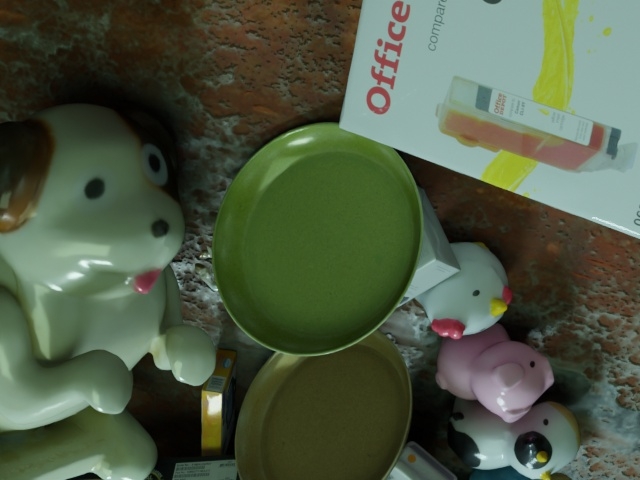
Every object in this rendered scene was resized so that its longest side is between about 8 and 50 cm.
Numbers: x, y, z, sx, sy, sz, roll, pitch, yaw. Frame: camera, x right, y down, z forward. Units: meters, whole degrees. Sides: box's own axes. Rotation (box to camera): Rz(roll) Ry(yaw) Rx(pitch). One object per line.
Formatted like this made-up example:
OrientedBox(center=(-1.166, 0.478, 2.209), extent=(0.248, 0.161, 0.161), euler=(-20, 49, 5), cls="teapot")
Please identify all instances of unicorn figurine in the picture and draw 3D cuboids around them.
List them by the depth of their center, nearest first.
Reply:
OrientedBox(center=(-0.078, 0.029, 1.268), extent=(0.111, 0.060, 0.162), euler=(27, 123, -6), cls="unicorn figurine")

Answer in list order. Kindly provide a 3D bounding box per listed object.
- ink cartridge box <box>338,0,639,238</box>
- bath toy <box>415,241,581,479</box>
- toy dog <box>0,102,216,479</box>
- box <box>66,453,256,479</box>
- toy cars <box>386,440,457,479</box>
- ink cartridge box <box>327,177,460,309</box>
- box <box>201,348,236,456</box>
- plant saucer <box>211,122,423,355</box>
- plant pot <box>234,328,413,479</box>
OrientedBox(center=(0.232, -0.175, 0.955), extent=(0.385, 0.160, 0.279), euler=(22, 122, 18), cls="ink cartridge box")
OrientedBox(center=(0.193, 0.165, 1.263), extent=(0.151, 0.129, 0.348), euler=(-11, 118, 17), cls="bath toy")
OrientedBox(center=(-0.274, 0.045, 1.218), extent=(0.284, 0.395, 0.408), euler=(-4, 136, -41), cls="toy dog")
OrientedBox(center=(-0.228, 0.396, 1.459), extent=(0.395, 0.097, 0.318), euler=(-7, 136, 15), cls="box")
OrientedBox(center=(0.146, 0.345, 1.376), extent=(0.176, 0.087, 0.393), euler=(19, 147, 41), cls="toy cars")
OrientedBox(center=(0.042, 0.026, 1.204), extent=(0.181, 0.104, 0.061), euler=(-32, 153, 22), cls="ink cartridge box")
OrientedBox(center=(-0.122, 0.208, 1.377), extent=(0.028, 0.081, 0.136), euler=(6, 123, 6), cls="box")
OrientedBox(center=(0.000, 0.000, 1.170), extent=(0.241, 0.241, 0.037), euler=(-22, 158, 23), cls="plant saucer")
OrientedBox(center=(0.007, 0.203, 1.277), extent=(0.236, 0.236, 0.032), euler=(-26, 139, 24), cls="plant pot")
